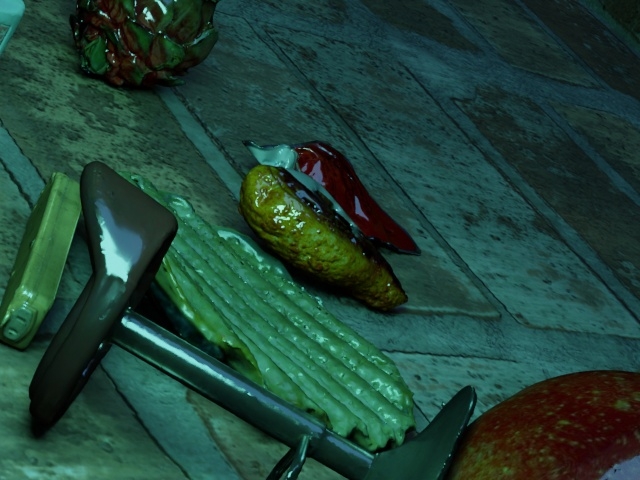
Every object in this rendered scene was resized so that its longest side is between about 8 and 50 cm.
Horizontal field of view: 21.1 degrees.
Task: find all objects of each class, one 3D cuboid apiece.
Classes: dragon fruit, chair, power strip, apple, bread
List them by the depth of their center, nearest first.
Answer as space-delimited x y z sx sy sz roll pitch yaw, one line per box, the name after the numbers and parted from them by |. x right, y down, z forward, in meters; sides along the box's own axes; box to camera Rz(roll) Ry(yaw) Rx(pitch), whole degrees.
0.253 0.283 1.476 0.348 0.348 0.277 25 -17 -18 | apple
-0.087 0.123 1.506 0.401 0.226 0.226 32 24 -1 | chair
-0.270 0.012 1.686 0.044 0.064 0.305 29 24 -14 | power strip
0.001 0.004 1.992 0.269 0.095 0.139 43 13 -46 | bread
-0.216 -0.277 2.161 0.189 0.182 0.182 -10 23 11 | dragon fruit

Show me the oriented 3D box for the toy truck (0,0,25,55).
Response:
-0.479 -0.276 1.902 0.305 0.136 0.162 8 40 -38 | toy truck

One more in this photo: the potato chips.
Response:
-0.076 0.065 1.782 0.429 0.070 0.358 44 13 12 | potato chips

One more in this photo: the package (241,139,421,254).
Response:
0.014 -0.066 2.183 0.269 0.071 0.194 8 48 -50 | package
